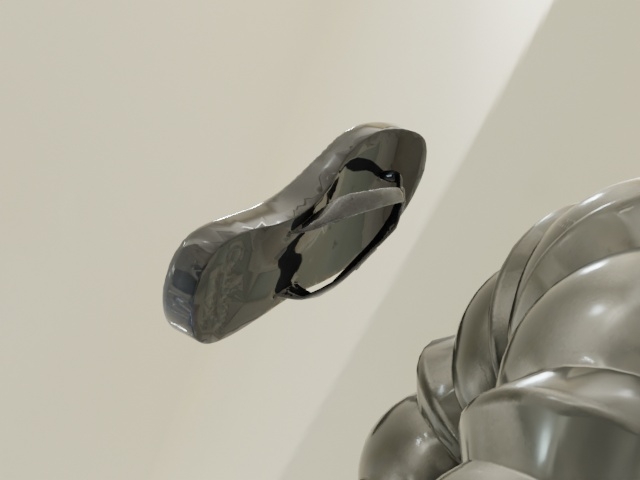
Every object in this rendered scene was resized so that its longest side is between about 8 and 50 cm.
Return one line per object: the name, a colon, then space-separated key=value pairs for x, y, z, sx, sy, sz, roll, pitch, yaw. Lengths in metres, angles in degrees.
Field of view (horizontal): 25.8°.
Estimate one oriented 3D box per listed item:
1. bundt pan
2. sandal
bundt pan: x=0.073 y=0.109 z=0.490 sx=0.124 sy=0.331 sz=0.330 roll=36 pitch=-91 yaw=-1
sandal: x=0.000 y=0.001 z=0.905 sx=0.254 sy=0.054 sz=0.097 roll=-36 pitch=-40 yaw=-45
